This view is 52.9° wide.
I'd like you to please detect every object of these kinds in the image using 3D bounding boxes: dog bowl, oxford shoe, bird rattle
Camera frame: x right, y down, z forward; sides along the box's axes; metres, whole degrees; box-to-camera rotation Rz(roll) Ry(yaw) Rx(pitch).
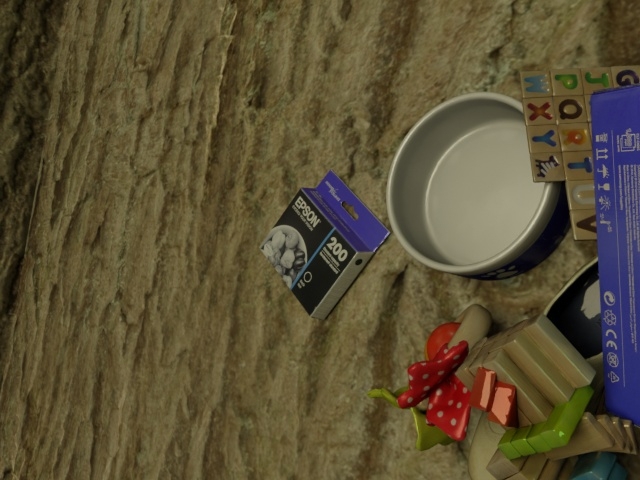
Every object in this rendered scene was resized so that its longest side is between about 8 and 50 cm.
[{"bbox_3d":[0.233,-0.076,0.946,0.265,0.104,0.264,-12,71,40],"label":"dog bowl"},{"bbox_3d":[0.288,0.162,0.806,0.140,0.146,0.397,38,104,41],"label":"oxford shoe"},{"bbox_3d":[0.160,0.167,0.869,0.143,0.253,0.207,29,61,15],"label":"bird rattle"}]

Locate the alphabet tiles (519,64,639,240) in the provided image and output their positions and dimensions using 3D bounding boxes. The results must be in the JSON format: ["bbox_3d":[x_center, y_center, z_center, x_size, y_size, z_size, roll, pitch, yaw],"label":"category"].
[{"bbox_3d":[0.367,-0.115,0.821,0.198,0.009,0.237,-2,73,2],"label":"alphabet tiles"}]

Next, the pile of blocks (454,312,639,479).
[{"bbox_3d":[0.255,0.259,0.692,0.149,0.112,0.362,-7,115,46],"label":"pile of blocks"}]

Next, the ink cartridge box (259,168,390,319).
[{"bbox_3d":[0.000,0.000,1.176,0.208,0.045,0.206,-54,50,16],"label":"ink cartridge box"}]

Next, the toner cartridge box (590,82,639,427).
[{"bbox_3d":[0.380,0.010,0.672,0.075,0.165,0.347,-164,67,-72],"label":"toner cartridge box"}]
